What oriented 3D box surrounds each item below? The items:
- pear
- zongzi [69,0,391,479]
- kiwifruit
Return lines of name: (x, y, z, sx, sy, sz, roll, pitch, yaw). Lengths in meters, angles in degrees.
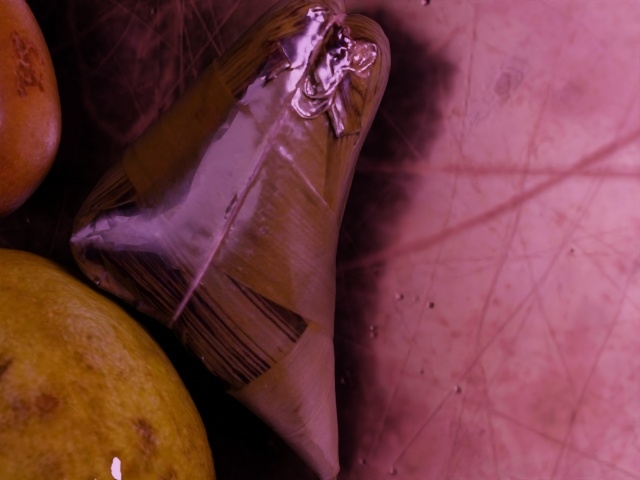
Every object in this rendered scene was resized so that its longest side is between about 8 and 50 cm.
pear: (-0.258, 0.187, 0.982, 0.413, 0.352, 0.352, 33, 109, 43)
zongzi: (0.000, 0.000, 0.962, 0.274, 0.145, 0.300, -42, 92, 18)
kiwifruit: (-0.313, -0.120, 1.070, 0.196, 0.196, 0.234, -29, 77, 26)
